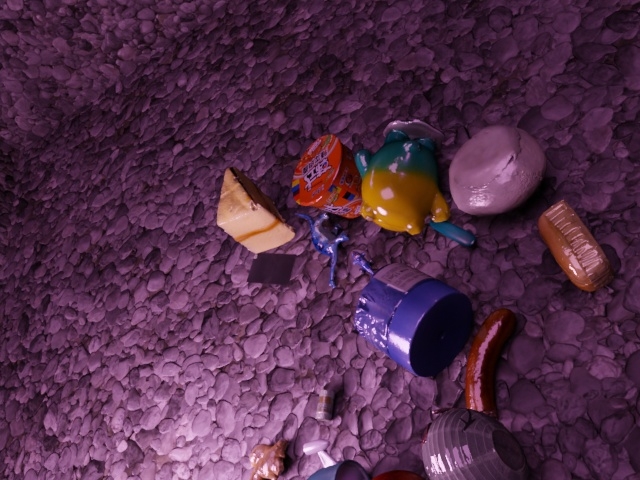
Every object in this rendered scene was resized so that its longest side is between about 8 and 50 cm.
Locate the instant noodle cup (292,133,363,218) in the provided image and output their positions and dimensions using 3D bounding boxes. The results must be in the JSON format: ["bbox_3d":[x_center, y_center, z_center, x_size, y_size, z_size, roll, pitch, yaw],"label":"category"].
[{"bbox_3d":[0.055,-0.196,2.016,0.250,0.192,0.251,-31,47,40],"label":"instant noodle cup"}]

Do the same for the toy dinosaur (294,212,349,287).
[{"bbox_3d":[0.026,-0.010,2.046,0.144,0.076,0.329,-39,60,20],"label":"toy dinosaur"}]

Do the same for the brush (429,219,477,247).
[{"bbox_3d":[0.395,-0.024,1.831,0.043,0.032,0.193,-56,36,2],"label":"brush"}]

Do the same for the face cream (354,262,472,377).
[{"bbox_3d":[0.247,0.208,1.660,0.225,0.249,0.249,29,84,46],"label":"face cream"}]

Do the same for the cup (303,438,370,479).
[{"bbox_3d":[0.024,0.674,1.613,0.173,0.167,0.300,-28,77,30],"label":"cup"}]

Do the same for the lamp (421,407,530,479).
[{"bbox_3d":[0.350,0.514,1.422,0.233,0.265,0.233,-47,8,9],"label":"lamp"}]

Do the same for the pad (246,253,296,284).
[{"bbox_3d":[-0.174,0.099,2.170,0.193,0.004,0.116,2,67,35],"label":"pad"}]

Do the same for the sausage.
[{"bbox_3d":[0.430,0.315,1.585,0.102,0.076,0.302,6,70,29],"label":"sausage"}]

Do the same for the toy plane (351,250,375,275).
[{"bbox_3d":[0.149,0.088,1.917,0.054,0.062,0.167,-45,59,5],"label":"toy plane"}]

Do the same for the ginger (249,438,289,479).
[{"bbox_3d":[-0.161,0.685,1.798,0.133,0.059,0.214,-11,58,35],"label":"ginger"}]

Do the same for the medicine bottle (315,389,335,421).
[{"bbox_3d":[0.014,0.482,1.798,0.047,0.047,0.083,-6,61,32],"label":"medicine bottle"}]

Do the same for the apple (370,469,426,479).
[{"bbox_3d":[0.183,0.666,1.465,0.233,0.234,0.234,-16,57,27],"label":"apple"}]

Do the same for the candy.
[{"bbox_3d":[0.501,-0.187,1.744,0.295,0.185,0.296,-31,46,38],"label":"candy"}]

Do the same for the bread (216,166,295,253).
[{"bbox_3d":[-0.215,-0.126,2.155,0.198,0.263,0.236,-16,56,24],"label":"bread"}]

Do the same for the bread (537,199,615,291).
[{"bbox_3d":[0.641,0.017,1.561,0.106,0.140,0.236,-34,48,19],"label":"bread"}]

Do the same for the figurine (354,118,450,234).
[{"bbox_3d":[0.251,-0.186,1.879,0.323,0.231,0.340,14,65,3],"label":"figurine"}]
